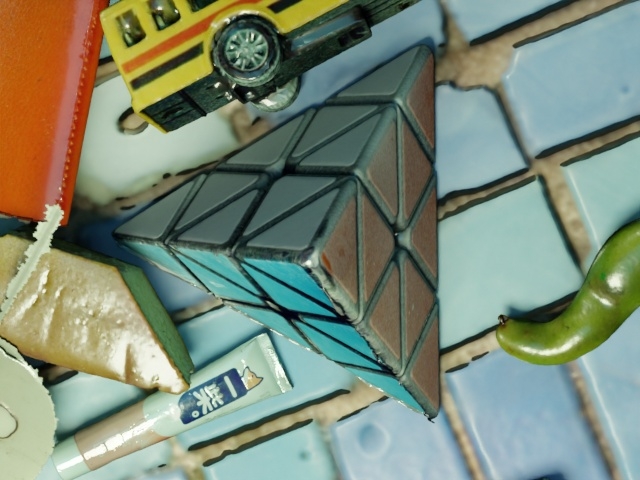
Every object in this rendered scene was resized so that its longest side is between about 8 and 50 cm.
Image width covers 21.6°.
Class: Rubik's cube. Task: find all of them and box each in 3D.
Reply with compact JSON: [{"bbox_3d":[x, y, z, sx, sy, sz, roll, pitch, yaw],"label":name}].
[{"bbox_3d":[0.002,0.001,1.324,0.228,0.233,0.229,-3,139,-33],"label":"Rubik's cube"}]

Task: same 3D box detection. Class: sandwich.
[{"bbox_3d":[-0.214,0.046,1.362,0.258,0.094,0.096,17,97,3],"label":"sandwich"}]

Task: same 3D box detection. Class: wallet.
[{"bbox_3d":[-0.247,-0.122,1.362,0.142,0.045,0.204,13,95,22],"label":"wallet"}]

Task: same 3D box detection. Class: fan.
[{"bbox_3d":[-0.272,0.089,1.333,0.190,0.009,0.329,34,123,-4],"label":"fan"}]

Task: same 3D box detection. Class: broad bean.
[{"bbox_3d":[0.240,0.034,1.363,0.213,0.048,0.070,-35,93,8],"label":"broad bean"}]

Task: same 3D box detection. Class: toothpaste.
[{"bbox_3d":[-0.126,0.143,1.396,0.205,0.036,0.056,-25,107,1],"label":"toothpaste"}]

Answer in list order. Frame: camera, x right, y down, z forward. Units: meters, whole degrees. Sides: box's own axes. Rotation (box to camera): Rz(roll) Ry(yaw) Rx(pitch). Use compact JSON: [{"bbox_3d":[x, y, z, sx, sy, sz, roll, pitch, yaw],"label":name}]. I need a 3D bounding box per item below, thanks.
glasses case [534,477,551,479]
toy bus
[{"bbox_3d":[0.117,0.261,1.389,0.184,0.039,0.078,-19,94,4],"label":"glasses case"},{"bbox_3d":[-0.002,-0.199,1.324,0.335,0.121,0.123,-28,79,4],"label":"toy bus"}]
